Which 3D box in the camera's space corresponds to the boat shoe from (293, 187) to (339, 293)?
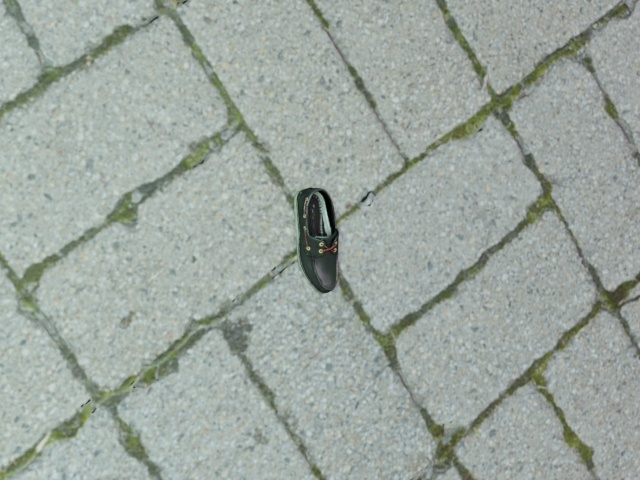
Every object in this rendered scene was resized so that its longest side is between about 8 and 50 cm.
[{"bbox_3d":[-0.002,0.000,1.562,0.049,0.042,0.133,-11,94,-29],"label":"boat shoe"}]
